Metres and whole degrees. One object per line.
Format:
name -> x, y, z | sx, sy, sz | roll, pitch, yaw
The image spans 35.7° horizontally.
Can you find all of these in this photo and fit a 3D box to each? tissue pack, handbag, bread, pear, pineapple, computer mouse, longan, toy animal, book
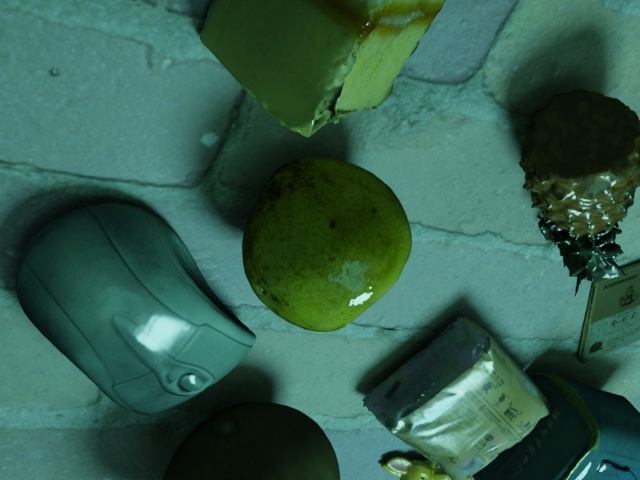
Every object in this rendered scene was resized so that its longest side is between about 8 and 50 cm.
tissue pack -> 0.218, 0.255, 1.532 | 0.215, 0.123, 0.257 | -41, 137, 5
handbag -> 0.418, 0.368, 1.683 | 0.241, 0.222, 0.263 | 23, 113, -37
bread -> 0.064, -0.231, 0.964 | 0.236, 0.198, 0.263 | 5, 127, -43
pear -> 0.000, 0.000, 1.134 | 0.197, 0.197, 0.197 | -16, 134, -17
pineapple -> 0.352, -0.048, 1.333 | 0.169, 0.169, 0.340 | -30, 148, -3
computer mouse -> -0.200, 0.106, 1.159 | 0.188, 0.122, 0.371 | -34, 140, 1
longan -> -0.097, 0.349, 1.343 | 0.258, 0.258, 0.258 | -16, 134, -17
toy animal -> 0.168, 0.398, 1.674 | 0.159, 0.070, 0.083 | 16, 121, -33
book -> 0.498, 0.115, 1.646 | 0.138, 0.016, 0.198 | -19, 135, -16
